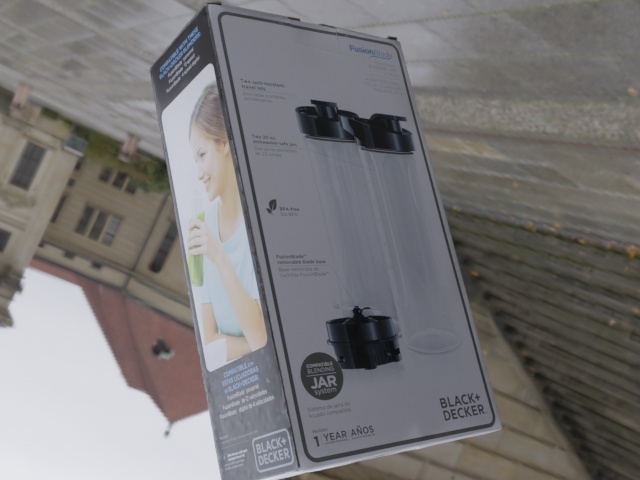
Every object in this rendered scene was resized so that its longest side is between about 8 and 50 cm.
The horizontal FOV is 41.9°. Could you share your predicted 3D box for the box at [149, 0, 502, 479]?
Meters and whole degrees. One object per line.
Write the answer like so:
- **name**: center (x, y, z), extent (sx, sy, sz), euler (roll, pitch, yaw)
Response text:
- **box**: center (0.000, 0.000, 0.555), extent (0.169, 0.290, 0.087), euler (-1, 161, -38)
